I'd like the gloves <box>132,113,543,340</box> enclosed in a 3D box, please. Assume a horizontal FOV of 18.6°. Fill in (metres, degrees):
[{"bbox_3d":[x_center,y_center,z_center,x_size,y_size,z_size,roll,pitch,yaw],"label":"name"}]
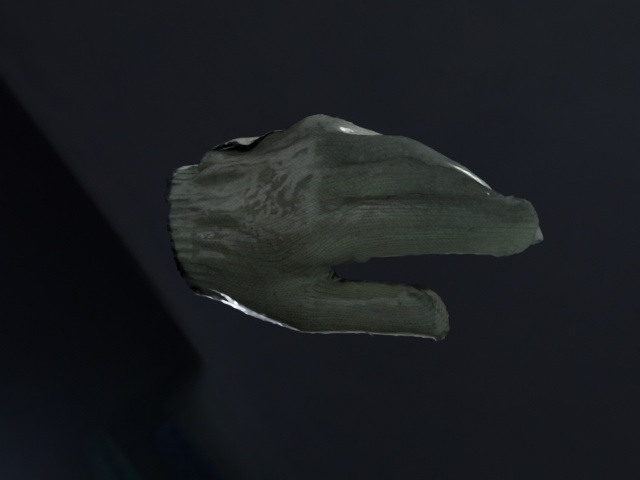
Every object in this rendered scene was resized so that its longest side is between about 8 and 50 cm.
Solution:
[{"bbox_3d":[0.000,-0.001,0.358,0.081,0.044,0.037,-4,162,8],"label":"gloves"}]
